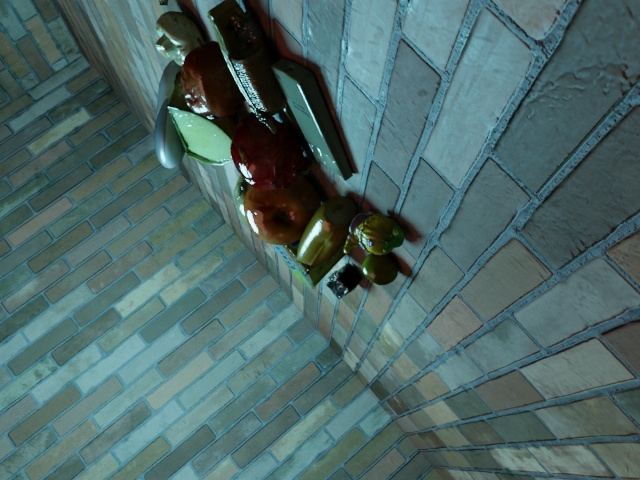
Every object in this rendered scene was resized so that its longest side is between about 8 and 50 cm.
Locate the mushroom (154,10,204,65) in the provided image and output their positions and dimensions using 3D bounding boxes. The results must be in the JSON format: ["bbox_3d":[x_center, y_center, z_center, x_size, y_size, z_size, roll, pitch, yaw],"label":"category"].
[{"bbox_3d":[-0.363,-0.516,1.676,0.148,0.112,0.148,39,166,12],"label":"mushroom"}]

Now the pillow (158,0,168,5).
[{"bbox_3d":[-0.446,-0.683,1.629,0.208,0.053,0.119,48,163,15],"label":"pillow"}]

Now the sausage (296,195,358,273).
[{"bbox_3d":[0.005,-0.002,1.668,0.112,0.112,0.328,49,150,10],"label":"sausage"}]

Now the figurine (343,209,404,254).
[{"bbox_3d":[0.116,-0.001,1.438,0.095,0.115,0.156,48,170,-35],"label":"figurine"}]

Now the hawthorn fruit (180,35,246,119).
[{"bbox_3d":[-0.261,-0.383,1.590,0.173,0.173,0.179,49,168,10],"label":"hawthorn fruit"}]

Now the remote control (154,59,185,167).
[{"bbox_3d":[-0.444,-0.385,1.995,0.221,0.104,0.332,-137,53,-88],"label":"remote control"}]

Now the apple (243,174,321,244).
[{"bbox_3d":[-0.101,-0.089,1.736,0.209,0.209,0.164,56,-175,-18],"label":"apple"}]

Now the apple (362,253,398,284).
[{"bbox_3d":[0.148,0.070,1.613,0.089,0.074,0.089,37,-177,-2],"label":"apple"}]

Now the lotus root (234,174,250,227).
[{"bbox_3d":[-0.152,-0.097,1.951,0.183,0.183,0.310,44,169,30],"label":"lotus root"}]

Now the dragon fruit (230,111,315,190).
[{"bbox_3d":[-0.128,-0.210,1.586,0.209,0.172,0.172,42,167,4],"label":"dragon fruit"}]

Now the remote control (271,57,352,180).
[{"bbox_3d":[-0.010,-0.247,1.378,0.123,0.038,0.285,40,165,46],"label":"remote control"}]

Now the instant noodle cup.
[{"bbox_3d":[-0.024,0.023,1.901,0.205,0.153,0.205,50,167,16],"label":"instant noodle cup"}]

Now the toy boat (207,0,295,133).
[{"bbox_3d":[-0.135,-0.356,1.369,0.115,0.089,0.310,53,172,44],"label":"toy boat"}]

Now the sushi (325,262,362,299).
[{"bbox_3d":[0.068,0.122,2.000,0.078,0.090,0.150,48,166,1],"label":"sushi"}]

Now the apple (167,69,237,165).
[{"bbox_3d":[-0.341,-0.353,1.893,0.254,0.179,0.346,46,168,15],"label":"apple"}]
